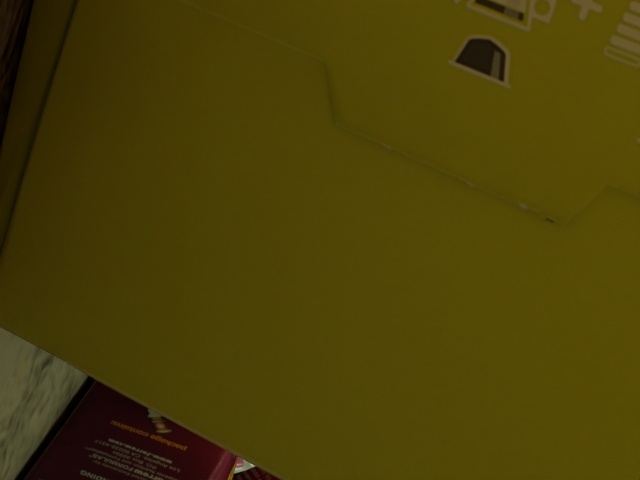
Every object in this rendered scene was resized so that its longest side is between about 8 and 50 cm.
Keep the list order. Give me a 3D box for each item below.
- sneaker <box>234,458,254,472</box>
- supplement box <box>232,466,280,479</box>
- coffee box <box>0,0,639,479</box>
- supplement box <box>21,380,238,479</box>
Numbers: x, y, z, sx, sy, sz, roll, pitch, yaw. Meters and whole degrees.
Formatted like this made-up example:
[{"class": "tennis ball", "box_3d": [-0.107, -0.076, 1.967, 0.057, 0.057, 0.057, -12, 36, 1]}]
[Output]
[{"class": "sneaker", "box_3d": [-0.065, 0.090, 1.047, 0.063, 0.075, 0.170, 62, 18, -15]}, {"class": "supplement box", "box_3d": [-0.009, 0.174, 1.065, 0.239, 0.130, 0.073, -34, 163, -12]}, {"class": "coffee box", "box_3d": [0.127, -0.090, 0.694, 0.334, 0.338, 0.338, -23, 134, -59]}, {"class": "supplement box", "box_3d": [-0.105, 0.154, 0.886, 0.188, 0.081, 0.104, -60, 167, -60]}]
